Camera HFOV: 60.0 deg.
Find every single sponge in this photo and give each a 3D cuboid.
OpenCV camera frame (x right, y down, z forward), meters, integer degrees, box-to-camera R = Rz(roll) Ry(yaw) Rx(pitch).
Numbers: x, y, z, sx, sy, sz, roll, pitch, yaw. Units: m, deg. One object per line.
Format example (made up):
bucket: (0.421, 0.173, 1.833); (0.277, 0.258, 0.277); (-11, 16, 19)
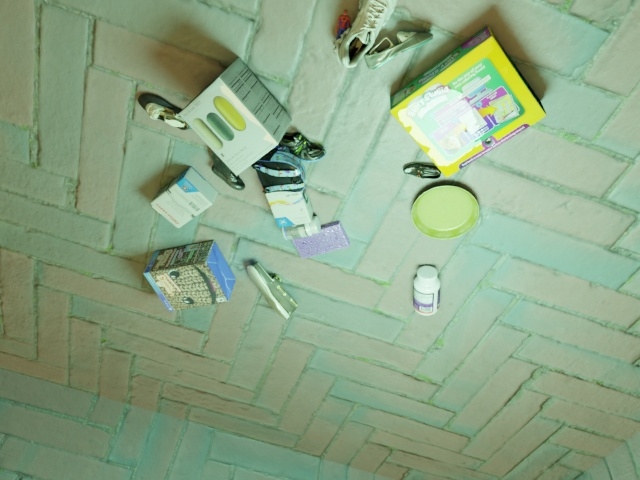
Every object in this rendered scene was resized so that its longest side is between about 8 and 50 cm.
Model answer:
sponge: (0.000, 0.000, 2.182); (0.209, 0.031, 0.117); (-15, 126, 20)

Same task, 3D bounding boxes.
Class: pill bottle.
pill bottle: (0.428, 0.199, 2.233); (0.107, 0.108, 0.194); (0, 129, 8)
pill bottle: (-0.073, -0.050, 2.121); (0.137, 0.078, 0.078); (-10, 127, 16)

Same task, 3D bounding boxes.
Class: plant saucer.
plant saucer: (0.453, -0.108, 2.021); (0.240, 0.037, 0.241); (4, 129, 5)

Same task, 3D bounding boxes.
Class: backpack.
backpack: (-0.126, -0.240, 1.878); (0.173, 0.117, 0.158); (5, 140, 26)

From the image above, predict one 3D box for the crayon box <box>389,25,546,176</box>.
crayon box: (0.450, -0.417, 1.723); (0.362, 0.106, 0.313); (-32, 117, 29)

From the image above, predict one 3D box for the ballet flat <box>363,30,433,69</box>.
ballet flat: (0.226, -0.580, 1.645); (0.213, 0.072, 0.068); (-21, 112, 23)

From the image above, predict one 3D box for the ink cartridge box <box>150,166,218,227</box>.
ink cartridge box: (-0.514, -0.160, 2.091); (0.203, 0.086, 0.148); (-29, 120, 29)

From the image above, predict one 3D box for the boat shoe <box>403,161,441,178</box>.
boat shoe: (0.353, -0.240, 1.925); (0.132, 0.042, 0.049); (5, 132, 7)

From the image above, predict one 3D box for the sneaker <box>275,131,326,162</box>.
sneaker: (-0.071, -0.326, 1.900); (0.188, 0.067, 0.078); (20, 136, -4)

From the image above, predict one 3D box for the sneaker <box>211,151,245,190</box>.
sneaker: (-0.329, -0.256, 2.007); (0.170, 0.051, 0.089); (35, 130, -15)

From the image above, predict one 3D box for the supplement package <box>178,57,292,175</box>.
supplement package: (-0.265, -0.394, 1.772); (0.199, 0.198, 0.263); (-31, 113, 29)

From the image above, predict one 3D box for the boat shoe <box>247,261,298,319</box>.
boat shoe: (-0.200, 0.199, 2.339); (0.109, 0.091, 0.305); (16, 144, 56)

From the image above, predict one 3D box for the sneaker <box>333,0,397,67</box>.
sneaker: (0.140, -0.622, 1.575); (0.110, 0.118, 0.292); (23, 117, -15)

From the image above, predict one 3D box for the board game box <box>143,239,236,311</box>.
board game box: (-0.539, 0.150, 2.316); (0.290, 0.141, 0.232); (-11, 127, 17)

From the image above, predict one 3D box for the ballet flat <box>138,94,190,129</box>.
ballet flat: (-0.529, -0.430, 1.881); (0.203, 0.074, 0.074); (25, 129, -11)

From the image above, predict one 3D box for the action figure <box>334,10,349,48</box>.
action figure: (0.066, -0.627, 1.657); (0.038, 0.030, 0.115); (13, 128, 3)

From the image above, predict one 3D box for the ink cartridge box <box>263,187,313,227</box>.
ink cartridge box: (-0.123, -0.168, 2.031); (0.134, 0.078, 0.231); (-9, 127, 15)
